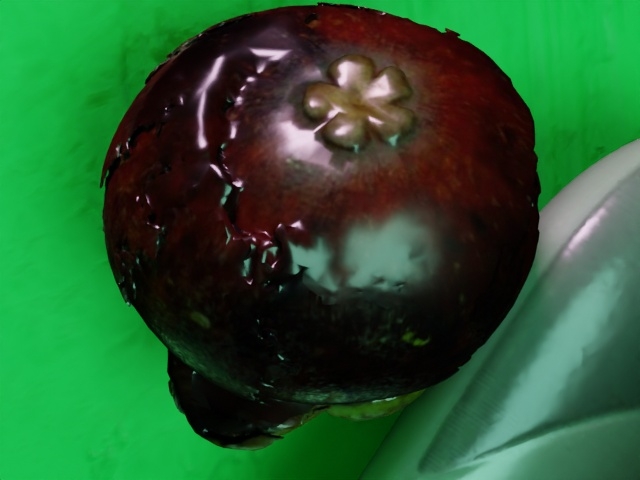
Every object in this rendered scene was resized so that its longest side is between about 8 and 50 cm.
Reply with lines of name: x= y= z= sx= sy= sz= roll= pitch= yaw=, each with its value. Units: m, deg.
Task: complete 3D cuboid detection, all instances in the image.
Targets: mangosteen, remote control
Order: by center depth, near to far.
mangosteen: x=0.000 y=0.000 z=0.694 sx=0.166 sy=0.166 sz=0.180 roll=-25 pitch=144 yaw=-21
remote control: x=0.102 y=0.098 z=0.801 sx=0.332 sy=0.103 sz=0.221 roll=-58 pitch=149 yaw=-1
